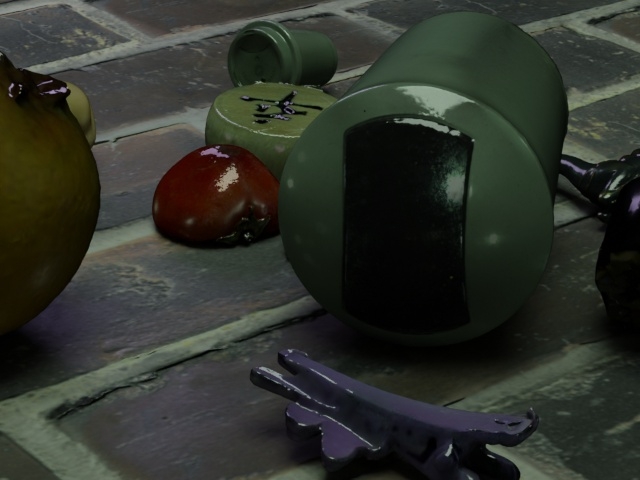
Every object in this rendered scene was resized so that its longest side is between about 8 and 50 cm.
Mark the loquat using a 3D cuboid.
[{"bbox_3d":[-0.389,-0.035,1.717,0.328,0.359,0.328,44,7,-7],"label":"loquat"}]

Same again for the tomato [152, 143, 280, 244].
[{"bbox_3d":[-0.115,-0.060,2.018,0.159,0.091,0.139,-12,29,-25],"label":"tomato"}]

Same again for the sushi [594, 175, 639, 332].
[{"bbox_3d":[0.398,0.001,1.831,0.200,0.213,0.204,11,57,12],"label":"sushi"}]

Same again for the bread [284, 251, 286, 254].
[{"bbox_3d":[0.000,0.000,1.971,0.083,0.036,0.047,2,29,2],"label":"bread"}]

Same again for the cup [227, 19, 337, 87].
[{"bbox_3d":[-0.048,-0.245,2.390,0.120,0.120,0.141,19,21,29],"label":"cup"}]

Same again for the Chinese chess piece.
[{"bbox_3d":[-0.050,-0.134,2.189,0.188,0.083,0.188,5,25,-2],"label":"Chinese chess piece"}]

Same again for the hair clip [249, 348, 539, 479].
[{"bbox_3d":[0.062,0.172,1.581,0.278,0.090,0.137,13,27,30],"label":"hair clip"}]

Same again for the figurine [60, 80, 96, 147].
[{"bbox_3d":[-0.367,-0.149,2.162,0.196,0.108,0.114,11,23,28],"label":"figurine"}]

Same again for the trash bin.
[{"bbox_3d":[0.126,-0.076,1.879,0.280,0.280,0.432,9,23,10],"label":"trash bin"}]

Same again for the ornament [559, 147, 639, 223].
[{"bbox_3d":[0.332,-0.109,2.186,0.202,0.080,0.236,-24,36,-37],"label":"ornament"}]
